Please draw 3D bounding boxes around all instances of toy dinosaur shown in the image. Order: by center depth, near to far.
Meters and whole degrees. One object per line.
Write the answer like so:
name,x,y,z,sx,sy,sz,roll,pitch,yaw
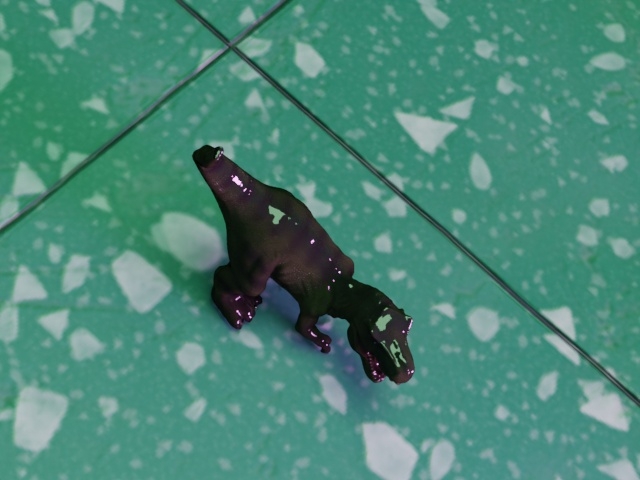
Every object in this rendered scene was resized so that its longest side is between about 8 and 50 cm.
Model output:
toy dinosaur,0.000,0.000,0.981,0.187,0.179,0.087,30,58,-2
